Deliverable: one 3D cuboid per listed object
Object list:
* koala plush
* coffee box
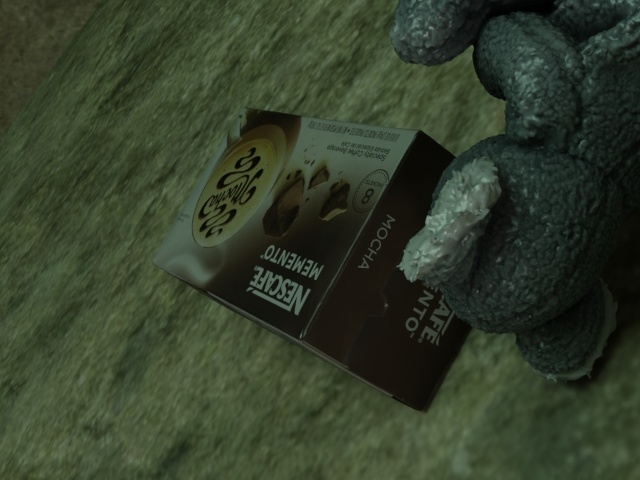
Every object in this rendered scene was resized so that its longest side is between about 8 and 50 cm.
[{"bbox_3d":[0.133,-0.041,0.646,0.203,0.196,0.221,5,62,47],"label":"koala plush"},{"bbox_3d":[0.000,0.000,0.865,0.168,0.119,0.297,-60,29,-6],"label":"coffee box"}]
